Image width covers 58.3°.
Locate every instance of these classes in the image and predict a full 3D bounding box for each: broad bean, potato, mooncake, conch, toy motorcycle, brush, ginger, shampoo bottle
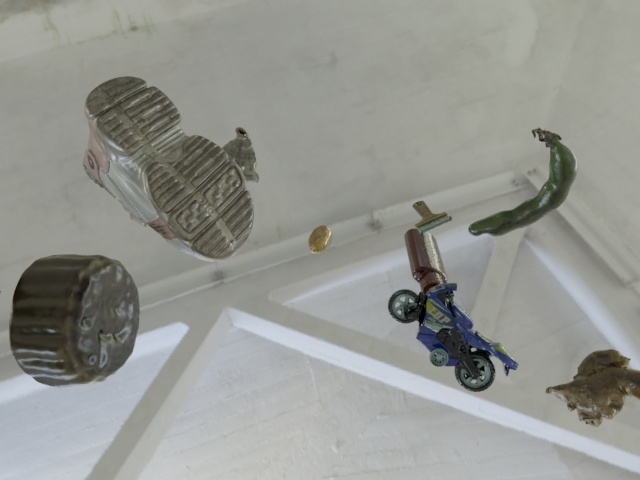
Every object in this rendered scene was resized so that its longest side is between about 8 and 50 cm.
[{"bbox_3d":[0.434,-0.098,1.199,0.144,0.292,0.049,21,-140,-6],"label":"broad bean"},{"bbox_3d":[0.000,0.000,1.431,0.062,0.068,0.083,1,-145,2],"label":"potato"},{"bbox_3d":[-0.516,0.173,1.241,0.161,0.290,0.290,-1,-131,11],"label":"mooncake"},{"bbox_3d":[-0.225,-0.244,1.690,0.155,0.207,0.130,38,-130,12],"label":"conch"},{"bbox_3d":[0.309,0.207,1.332,0.315,0.113,0.169,44,-82,8],"label":"toy motorcycle"},{"bbox_3d":[0.257,-0.064,1.401,0.082,0.010,0.218,-23,-163,4],"label":"brush"},{"bbox_3d":[0.476,0.248,0.915,0.133,0.059,0.214,-50,-156,-5],"label":"ginger"},{"bbox_3d":[0.285,0.063,1.537,0.102,0.064,0.260,25,-152,-13],"label":"shampoo bottle"}]

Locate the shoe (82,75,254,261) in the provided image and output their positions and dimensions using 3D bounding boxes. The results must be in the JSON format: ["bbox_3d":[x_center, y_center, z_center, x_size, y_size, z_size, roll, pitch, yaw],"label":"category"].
[{"bbox_3d":[-0.270,-0.101,1.006,0.172,0.198,0.351,-37,-90,-36],"label":"shoe"}]
